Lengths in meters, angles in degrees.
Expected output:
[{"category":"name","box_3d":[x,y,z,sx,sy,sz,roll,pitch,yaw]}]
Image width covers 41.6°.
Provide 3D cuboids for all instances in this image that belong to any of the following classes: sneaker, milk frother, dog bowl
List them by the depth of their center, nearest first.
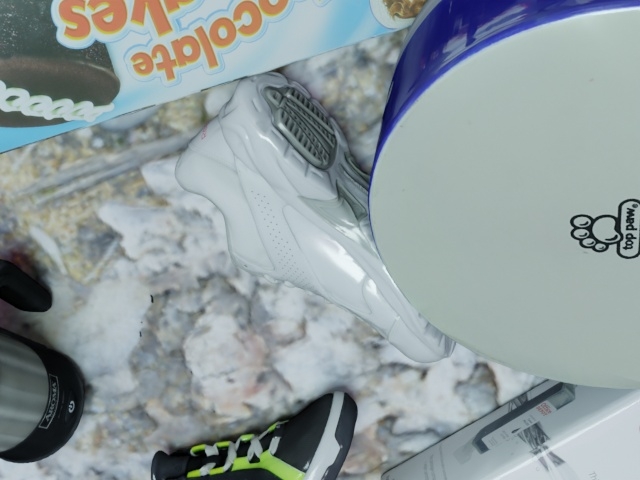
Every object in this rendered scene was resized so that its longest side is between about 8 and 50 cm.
[{"category":"dog bowl","box_3d":[0.161,-0.037,0.457,0.265,0.104,0.265,9,136,9]},{"category":"milk frother","box_3d":[-0.251,0.085,0.555,0.143,0.135,0.129,-12,71,2]},{"category":"sneaker","box_3d":[0.000,0.000,0.563,0.115,0.090,0.232,-30,109,35]},{"category":"sneaker","box_3d":[-0.075,0.179,0.596,0.097,0.084,0.235,43,101,-6]}]

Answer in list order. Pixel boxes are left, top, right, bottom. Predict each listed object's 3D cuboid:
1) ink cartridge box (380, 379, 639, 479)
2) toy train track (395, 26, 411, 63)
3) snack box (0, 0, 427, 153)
[{"category":"ink cartridge box","box_3d":[0.172,0.190,0.584,0.218,0.092,0.158,-32,100,11]},{"category":"toy train track","box_3d":[0.087,-0.135,0.555,0.083,0.014,0.048,-32,92,3]},{"category":"snack box","box_3d":[-0.084,-0.177,0.461,0.322,0.060,0.187,-20,122,-9]}]
